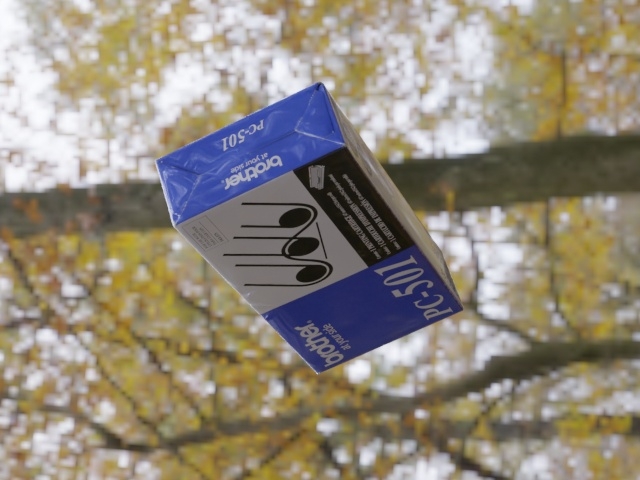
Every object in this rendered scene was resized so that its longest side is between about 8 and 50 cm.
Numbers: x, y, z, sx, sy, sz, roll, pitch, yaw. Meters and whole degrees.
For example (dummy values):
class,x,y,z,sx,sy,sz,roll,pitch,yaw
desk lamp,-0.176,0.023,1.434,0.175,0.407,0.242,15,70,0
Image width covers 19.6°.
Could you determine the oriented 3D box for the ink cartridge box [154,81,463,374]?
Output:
class,x,y,z,sx,sy,sz,roll,pitch,yaw
ink cartridge box,0.000,0.000,1.000,0.207,0.097,0.046,49,-161,-57
